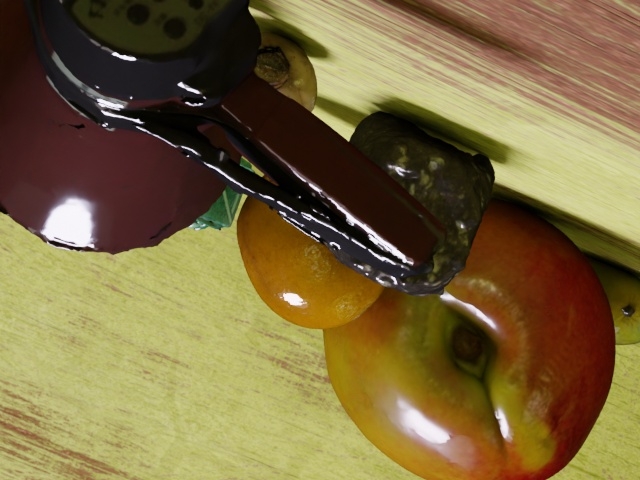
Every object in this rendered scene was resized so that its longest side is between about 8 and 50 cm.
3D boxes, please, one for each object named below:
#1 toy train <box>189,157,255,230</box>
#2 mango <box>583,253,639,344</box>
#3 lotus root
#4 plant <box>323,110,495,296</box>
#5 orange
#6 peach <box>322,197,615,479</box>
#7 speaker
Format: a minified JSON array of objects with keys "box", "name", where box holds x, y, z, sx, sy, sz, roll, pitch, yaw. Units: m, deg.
[{"box":[-0.146,-0.108,1.298,0.115,0.154,0.269,26,-179,28],"name":"toy train"},{"box":[0.299,0.062,1.728,0.122,0.086,0.191,21,180,-40],"name":"mango"},{"box":[-0.035,-0.113,1.095,0.072,0.063,0.152,39,175,-7],"name":"lotus root"},{"box":[0.068,-0.027,1.228,0.129,0.132,0.194,28,-175,-4],"name":"plant"},{"box":[0.000,0.000,1.383,0.136,0.159,0.159,-21,163,16],"name":"orange"},{"box":[0.144,0.100,1.535,0.307,0.308,0.332,24,176,-2],"name":"peach"},{"box":[-0.088,-0.064,0.858,0.259,0.198,0.329,65,166,-6],"name":"speaker"}]
